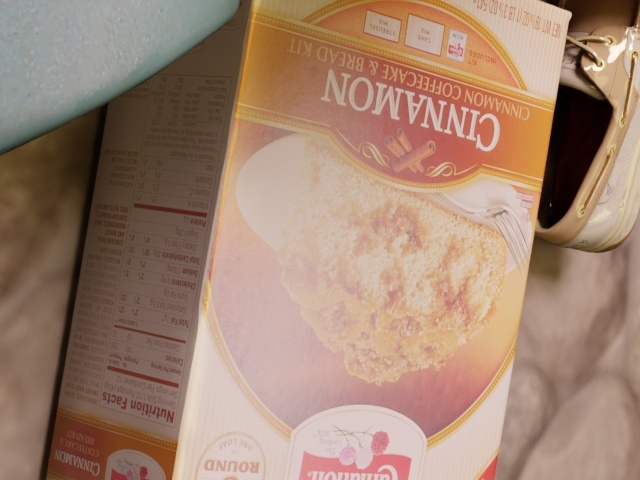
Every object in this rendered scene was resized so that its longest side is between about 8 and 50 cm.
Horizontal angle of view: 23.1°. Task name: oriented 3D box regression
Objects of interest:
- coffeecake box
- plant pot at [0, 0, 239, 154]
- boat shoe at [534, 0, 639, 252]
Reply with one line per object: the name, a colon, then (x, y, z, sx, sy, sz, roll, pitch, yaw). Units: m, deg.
coffeecake box: (0.000, 0.000, 0.512, 0.142, 0.068, 0.185, 10, 89, -43)
plant pot: (-0.127, -0.099, 0.308, 0.234, 0.166, 0.165, -13, 121, -46)
boat shoe: (0.107, -0.062, 0.613, 0.045, 0.050, 0.135, 1, 95, -47)
